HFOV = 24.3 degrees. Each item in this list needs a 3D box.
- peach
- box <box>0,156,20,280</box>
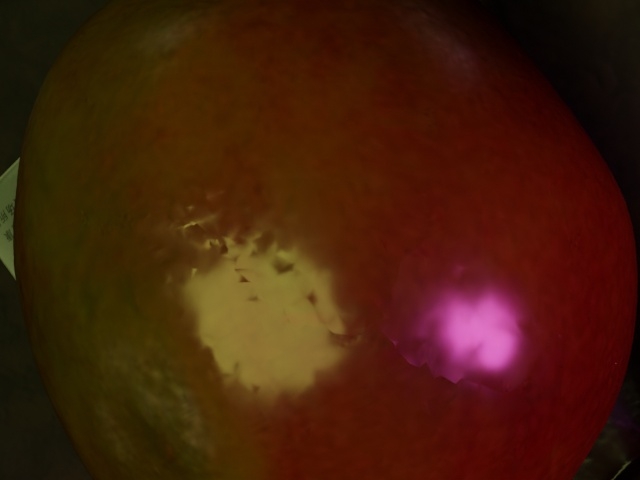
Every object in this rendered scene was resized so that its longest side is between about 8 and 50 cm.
[{"bbox_3d":[0.000,0.000,0.725,0.308,0.308,0.332,-29,60,27],"label":"peach"},{"bbox_3d":[-0.146,0.017,0.932,0.084,0.040,0.154,-40,81,25],"label":"box"}]
